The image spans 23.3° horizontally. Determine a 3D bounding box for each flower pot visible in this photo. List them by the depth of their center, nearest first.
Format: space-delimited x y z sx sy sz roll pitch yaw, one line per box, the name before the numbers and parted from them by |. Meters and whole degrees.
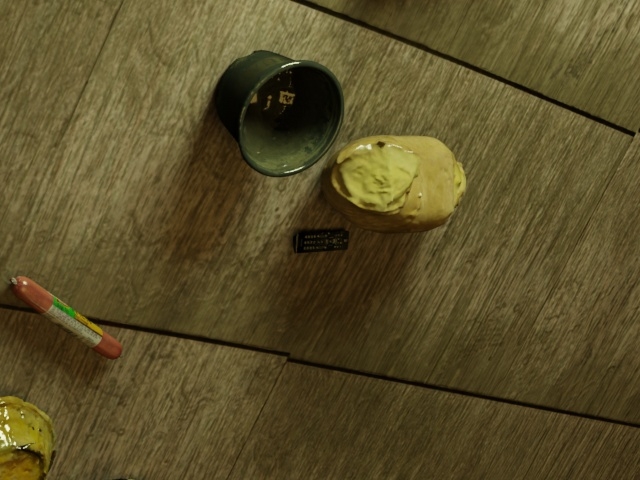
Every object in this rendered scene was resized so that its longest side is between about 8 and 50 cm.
flower pot | -0.060 -0.171 1.977 0.157 0.107 0.157 -16 122 -26

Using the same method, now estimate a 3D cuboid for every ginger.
ginger | 0.099 -0.078 2.130 0.267 0.152 0.138 1 91 -55

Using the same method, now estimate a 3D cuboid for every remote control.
remote control | 0.000 0.000 2.190 0.091 0.016 0.034 -3 103 -35

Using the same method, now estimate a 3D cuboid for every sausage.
sausage | -0.327 0.103 2.012 0.029 0.029 0.223 -48 134 0

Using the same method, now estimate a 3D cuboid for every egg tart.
egg tart | -0.433 0.300 2.026 0.212 0.090 0.213 -20 132 -24

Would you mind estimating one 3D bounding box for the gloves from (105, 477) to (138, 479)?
gloves | -0.306 0.393 2.181 0.180 0.106 0.129 -43 139 -44
